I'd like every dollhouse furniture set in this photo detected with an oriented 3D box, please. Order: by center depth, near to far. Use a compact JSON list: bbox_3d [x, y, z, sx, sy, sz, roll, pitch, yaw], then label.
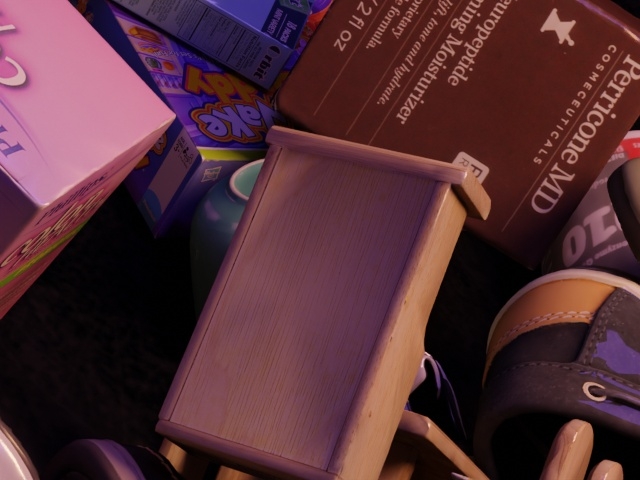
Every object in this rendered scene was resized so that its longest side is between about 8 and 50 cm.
[{"bbox_3d":[0.035,0.072,0.902,0.212,0.161,0.242,14,-17,26],"label":"dollhouse furniture set"}]

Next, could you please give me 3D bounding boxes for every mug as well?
[{"bbox_3d":[-0.009,-0.001,1.114,0.129,0.097,0.158,18,34,36],"label":"mug"}]

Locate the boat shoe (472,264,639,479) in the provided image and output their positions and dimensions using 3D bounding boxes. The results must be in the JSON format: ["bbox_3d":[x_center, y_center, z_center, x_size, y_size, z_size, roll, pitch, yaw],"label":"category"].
[{"bbox_3d":[0.277,0.228,1.028,0.500,0.187,0.156,45,36,0],"label":"boat shoe"}]

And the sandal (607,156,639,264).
[{"bbox_3d":[0.294,0.005,1.122,0.303,0.086,0.120,15,42,-51],"label":"sandal"}]

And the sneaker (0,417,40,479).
[{"bbox_3d":[-0.346,0.055,0.744,0.447,0.169,0.257,41,32,5],"label":"sneaker"}]

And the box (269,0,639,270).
[{"bbox_3d":[0.100,-0.117,1.162,0.203,0.168,0.167,32,14,-3],"label":"box"}]

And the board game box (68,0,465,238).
[{"bbox_3d":[-0.019,-0.113,1.315,0.347,0.078,0.233,-2,48,-42],"label":"board game box"}]

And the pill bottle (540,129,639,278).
[{"bbox_3d":[0.244,0.062,1.248,0.161,0.161,0.283,24,35,-16],"label":"pill bottle"}]

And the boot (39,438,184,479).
[{"bbox_3d":[0.034,0.253,0.852,0.284,0.138,0.377,-6,54,-43],"label":"boot"}]

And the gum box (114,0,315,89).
[{"bbox_3d":[-0.092,-0.203,1.255,0.184,0.041,0.157,30,33,-8],"label":"gum box"}]

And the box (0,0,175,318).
[{"bbox_3d":[-0.233,-0.049,0.870,0.213,0.243,0.117,47,39,1],"label":"box"}]

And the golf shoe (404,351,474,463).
[{"bbox_3d":[0.051,0.092,1.115,0.067,0.086,0.186,3,43,-35],"label":"golf shoe"}]
